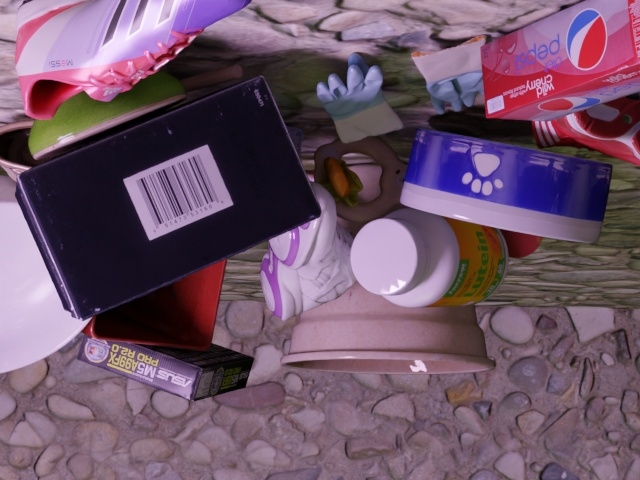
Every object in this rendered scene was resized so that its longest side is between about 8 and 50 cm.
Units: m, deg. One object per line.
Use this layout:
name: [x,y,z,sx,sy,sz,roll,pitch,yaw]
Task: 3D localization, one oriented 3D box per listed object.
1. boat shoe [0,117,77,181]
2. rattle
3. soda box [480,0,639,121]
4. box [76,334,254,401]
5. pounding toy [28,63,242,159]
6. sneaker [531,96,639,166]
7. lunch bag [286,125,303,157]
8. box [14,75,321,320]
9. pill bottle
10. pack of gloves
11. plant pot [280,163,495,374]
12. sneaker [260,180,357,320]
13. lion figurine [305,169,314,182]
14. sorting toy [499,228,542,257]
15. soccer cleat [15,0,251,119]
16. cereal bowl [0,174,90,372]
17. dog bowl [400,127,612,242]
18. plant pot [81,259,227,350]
boat shoe: [-0.276,-0.107,1.771,0.341,0.121,0.110,0,171,12]
rattle: [0.095,-0.100,1.809,0.200,0.130,0.142,1,152,-8]
soda box: [0.275,-0.187,1.335,0.092,0.083,0.263,0,173,-30]
box: [-0.257,0.201,2.268,0.216,0.060,0.270,17,-177,15]
pounding toy: [-0.233,-0.181,1.478,0.183,0.110,0.237,-18,-173,43]
sneaker: [0.358,-0.141,1.680,0.221,0.087,0.128,22,168,-33]
lunch bag: [-0.077,-0.132,1.814,0.083,0.053,0.071,16,163,-27]
box: [-0.193,-0.045,1.567,0.296,0.182,0.294,-24,-177,-13]
pill bottle: [0.147,0.024,1.824,0.136,0.136,0.246,-5,176,33]
pack of gloves: [0.097,-0.187,1.543,0.195,0.046,0.232,-15,166,6]
plant pot: [0.107,0.048,2.090,0.334,0.305,0.334,2,171,0]
sneaker: [0.000,0.000,1.816,0.152,0.114,0.305,-15,156,-15]
lion figurine: [-0.162,-0.064,1.948,0.392,0.142,0.240,1,-162,-37]
sorting toy: [0.242,-0.044,2.246,0.366,0.127,0.126,-4,-161,41]
soccer cleat: [-0.178,-0.193,1.267,0.318,0.116,0.109,-7,167,40]
cereal bowl: [-0.491,0.034,1.950,0.339,0.141,0.339,-15,136,-14]
dog bowl: [0.243,-0.074,1.743,0.265,0.104,0.265,11,-174,-1]
plant pot: [-0.334,0.024,2.229,0.236,0.267,0.267,10,178,40]
